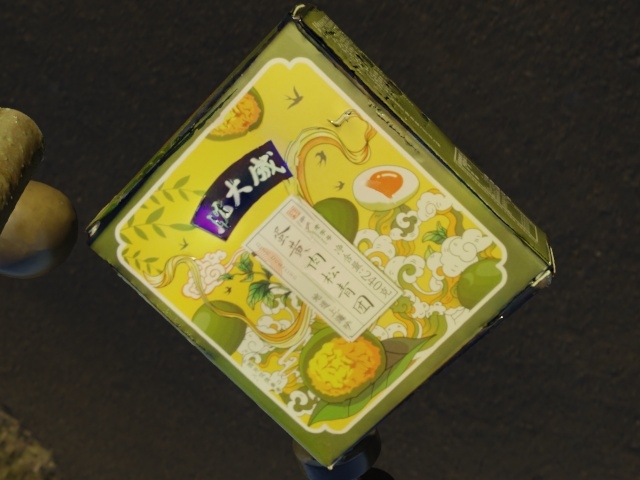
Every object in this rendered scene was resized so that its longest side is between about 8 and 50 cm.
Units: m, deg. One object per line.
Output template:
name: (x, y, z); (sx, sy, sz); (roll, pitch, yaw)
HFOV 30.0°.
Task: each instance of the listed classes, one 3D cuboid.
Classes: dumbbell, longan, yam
dumbbell: (0.050, 0.415, 2.108); (0.152, 0.152, 0.218); (-1, 127, 27)
longan: (-0.493, -0.021, 1.957); (0.189, 0.189, 0.189); (14, 138, 13)
yam: (-0.412, -0.058, 1.451); (0.093, 0.259, 0.093); (4, 127, 5)

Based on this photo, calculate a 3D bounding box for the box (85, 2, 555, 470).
box: (0.000, 0.000, 1.402); (0.420, 0.138, 0.373); (44, 109, -6)
